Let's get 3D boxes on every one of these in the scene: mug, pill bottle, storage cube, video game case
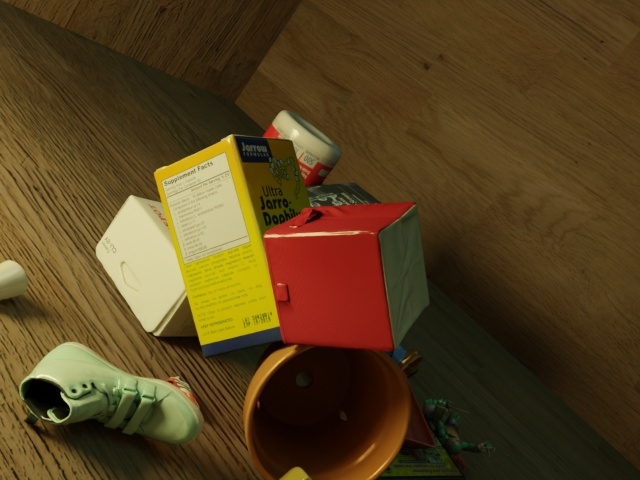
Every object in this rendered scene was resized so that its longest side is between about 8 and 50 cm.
[{"bbox_3d":[-0.523,0.072,0.972,0.062,0.078,0.064,69,23,-8],"label":"mug"},{"bbox_3d":[-0.138,-0.172,1.860,0.229,0.408,0.229,34,15,-10],"label":"pill bottle"},{"bbox_3d":[0.048,0.050,0.973,0.193,0.215,0.183,-1,16,28],"label":"storage cube"},{"bbox_3d":[0.165,0.446,1.368,0.275,0.035,0.248,16,25,-36],"label":"video game case"}]

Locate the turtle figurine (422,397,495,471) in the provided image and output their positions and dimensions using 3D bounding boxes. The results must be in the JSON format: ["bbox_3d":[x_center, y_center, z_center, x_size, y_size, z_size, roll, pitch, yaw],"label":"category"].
[{"bbox_3d":[0.336,0.486,1.549,0.175,0.118,0.234,51,-1,-5],"label":"turtle figurine"}]

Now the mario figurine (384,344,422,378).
[{"bbox_3d":[0.190,0.247,1.796,0.170,0.198,0.320,-5,47,-48],"label":"mario figurine"}]

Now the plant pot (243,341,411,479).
[{"bbox_3d":[-0.006,0.286,1.107,0.291,0.291,0.203,32,0,-18],"label":"plant pot"}]

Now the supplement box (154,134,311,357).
[{"bbox_3d":[-0.130,0.008,1.122,0.195,0.194,0.356,-11,85,-59],"label":"supplement box"}]

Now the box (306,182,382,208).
[{"bbox_3d":[0.000,0.000,1.704,0.395,0.212,0.293,-9,34,-32],"label":"box"}]

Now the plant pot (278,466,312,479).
[{"bbox_3d":[-0.039,0.411,0.966,0.081,0.081,0.083,55,-11,-15],"label":"plant pot"}]

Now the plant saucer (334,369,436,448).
[{"bbox_3d":[0.111,0.357,1.379,0.259,0.048,0.258,24,21,-21],"label":"plant saucer"}]

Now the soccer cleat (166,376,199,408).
[{"bbox_3d":[-0.236,0.269,1.064,0.083,0.029,0.035,38,19,20],"label":"soccer cleat"}]

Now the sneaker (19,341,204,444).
[{"bbox_3d":[-0.298,0.246,0.862,0.256,0.094,0.151,27,10,-2],"label":"sneaker"}]

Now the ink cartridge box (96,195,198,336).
[{"bbox_3d":[-0.254,0.068,1.359,0.279,0.160,0.384,45,17,29],"label":"ink cartridge box"}]
